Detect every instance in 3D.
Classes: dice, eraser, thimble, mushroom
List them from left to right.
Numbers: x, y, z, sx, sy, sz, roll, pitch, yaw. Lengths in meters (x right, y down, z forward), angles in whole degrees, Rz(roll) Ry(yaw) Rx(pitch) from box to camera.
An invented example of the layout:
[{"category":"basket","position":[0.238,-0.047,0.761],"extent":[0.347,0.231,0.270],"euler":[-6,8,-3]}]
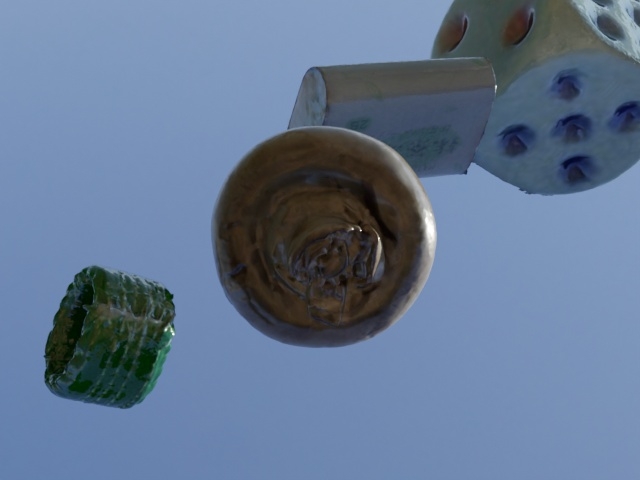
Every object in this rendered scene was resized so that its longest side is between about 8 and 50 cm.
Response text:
[{"category":"thimble","position":[-0.191,0.087,1.254],"extent":[0.130,0.090,0.118],"euler":[-42,-141,47]},{"category":"mushroom","position":[0.000,0.000,1.363],"extent":[0.226,0.226,0.178],"euler":[-15,-166,12]},{"category":"eraser","position":[0.083,-0.140,1.654],"extent":[0.227,0.174,0.081],"euler":[-8,-133,-24]},{"category":"dice","position":[0.329,-0.244,1.934],"extent":[0.262,0.264,0.268],"euler":[-47,-148,33]}]
